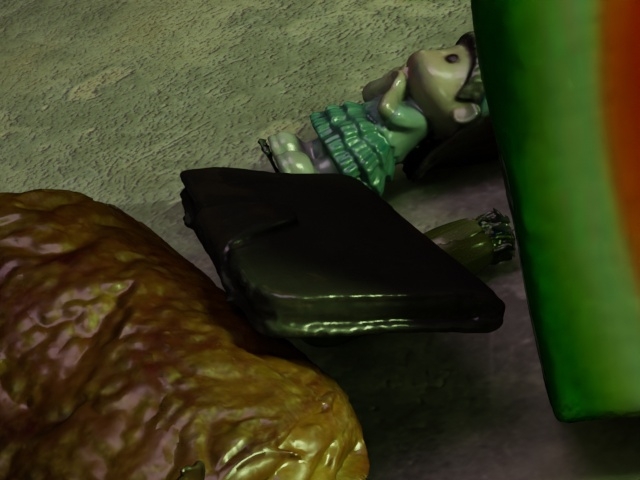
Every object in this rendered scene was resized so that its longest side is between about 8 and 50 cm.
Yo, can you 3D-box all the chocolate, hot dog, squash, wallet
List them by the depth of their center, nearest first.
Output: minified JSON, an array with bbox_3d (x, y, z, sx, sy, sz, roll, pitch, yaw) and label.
[{"bbox_3d":[0.261,-0.078,0.862,0.341,0.360,0.161,-8,14,17],"label":"chocolate"},{"bbox_3d":[-0.134,0.117,0.978,0.267,0.174,0.387,-33,45,-20],"label":"hot dog"},{"bbox_3d":[0.000,0.000,1.051,0.165,0.042,0.309,3,17,-16],"label":"wallet"},{"bbox_3d":[0.062,0.028,1.120,0.183,0.052,0.052,-27,32,-11],"label":"squash"}]

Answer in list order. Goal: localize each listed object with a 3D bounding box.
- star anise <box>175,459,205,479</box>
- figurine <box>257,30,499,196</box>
[{"bbox_3d":[-0.111,0.278,0.707,0.237,0.148,0.346,8,61,31],"label":"star anise"},{"bbox_3d":[0.077,-0.092,1.254,0.245,0.110,0.138,-25,33,0],"label":"figurine"}]
